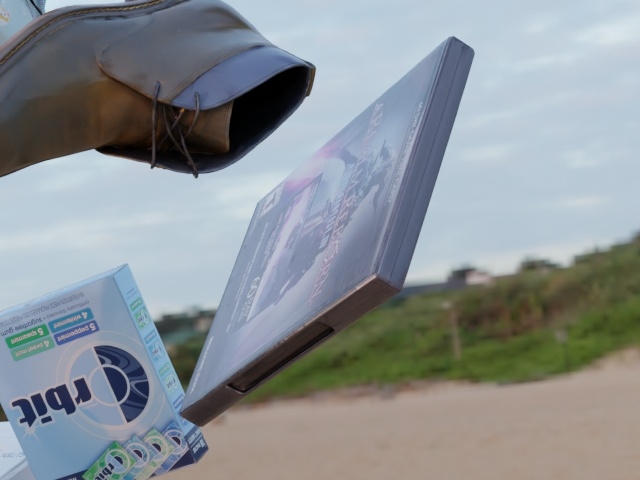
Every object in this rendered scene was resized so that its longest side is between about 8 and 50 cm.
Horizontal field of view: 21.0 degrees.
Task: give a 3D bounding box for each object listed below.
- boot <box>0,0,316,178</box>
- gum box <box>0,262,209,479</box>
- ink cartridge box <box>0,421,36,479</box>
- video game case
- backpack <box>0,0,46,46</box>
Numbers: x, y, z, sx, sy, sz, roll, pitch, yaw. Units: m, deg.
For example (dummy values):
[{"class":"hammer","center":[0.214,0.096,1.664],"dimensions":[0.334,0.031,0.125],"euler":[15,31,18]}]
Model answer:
[{"class":"boot","center":[-0.099,-0.076,0.931],"dimensions":[0.106,0.082,0.219],"euler":[27,42,24]},{"class":"gum box","center":[-0.208,0.133,1.544],"dimensions":[0.157,0.184,0.041],"euler":[-19,9,19]},{"class":"ink cartridge box","center":[-0.287,0.337,1.709],"dimensions":[0.198,0.270,0.197],"euler":[-11,21,49]},{"class":"video game case","center":[0.000,0.000,1.168],"dimensions":[0.026,0.196,0.274],"euler":[30,-35,-15]},{"class":"backpack","center":[-0.310,-0.158,1.509],"dimensions":[0.166,0.144,0.188],"euler":[-28,32,12]}]
